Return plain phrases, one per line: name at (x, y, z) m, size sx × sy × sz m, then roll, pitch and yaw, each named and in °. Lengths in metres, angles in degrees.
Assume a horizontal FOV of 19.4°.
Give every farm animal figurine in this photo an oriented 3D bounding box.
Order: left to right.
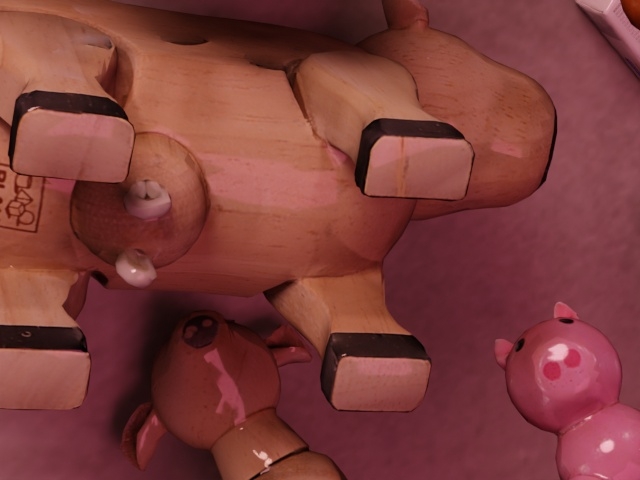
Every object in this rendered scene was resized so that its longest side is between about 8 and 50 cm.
farm animal figurine at (0.000, 0.000, 0.601) m, size 0.326 × 0.172 × 0.330 m, roll 20°, pitch 107°, yaw -25°

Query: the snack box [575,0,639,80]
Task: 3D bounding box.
snack box at (0.175, -0.139, 0.728) m, size 0.178 × 0.022 × 0.064 m, roll -50°, pitch 127°, yaw -3°
